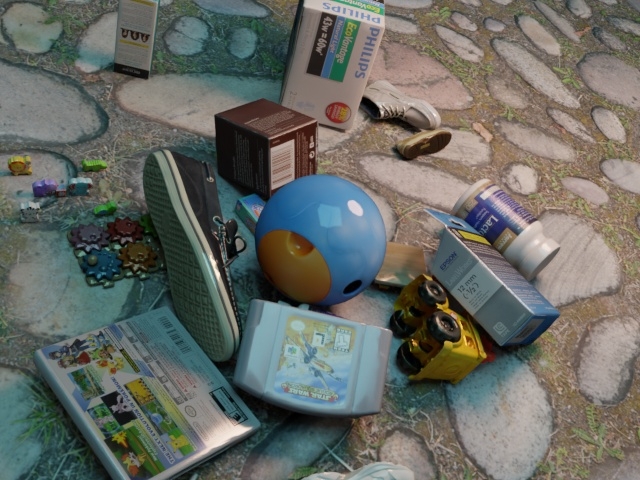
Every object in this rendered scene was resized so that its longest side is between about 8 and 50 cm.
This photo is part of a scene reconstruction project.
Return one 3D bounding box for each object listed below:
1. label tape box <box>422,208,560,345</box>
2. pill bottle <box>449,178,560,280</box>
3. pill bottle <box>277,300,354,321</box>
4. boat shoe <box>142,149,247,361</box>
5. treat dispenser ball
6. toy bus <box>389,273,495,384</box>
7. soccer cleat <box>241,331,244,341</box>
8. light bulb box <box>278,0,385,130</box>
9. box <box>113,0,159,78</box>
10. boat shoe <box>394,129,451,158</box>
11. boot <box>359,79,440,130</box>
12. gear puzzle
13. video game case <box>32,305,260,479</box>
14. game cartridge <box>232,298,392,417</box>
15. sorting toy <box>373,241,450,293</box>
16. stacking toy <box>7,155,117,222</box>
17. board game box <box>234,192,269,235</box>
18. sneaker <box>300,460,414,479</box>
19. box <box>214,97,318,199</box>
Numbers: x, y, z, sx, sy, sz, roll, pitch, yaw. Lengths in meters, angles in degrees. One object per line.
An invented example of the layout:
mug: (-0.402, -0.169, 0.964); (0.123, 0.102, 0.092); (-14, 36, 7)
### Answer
label tape box: (0.376, 0.086, 1.769); (0.347, 0.115, 0.249); (47, 18, 26)
pill bottle: (0.477, -0.025, 1.952); (0.153, 0.153, 0.265); (-28, 62, -38)
pill bottle: (-0.012, 0.197, 1.591); (0.194, 0.108, 0.108); (21, 45, -2)
boat shoe: (-0.244, 0.017, 1.602); (0.156, 0.187, 0.500); (-2, 57, -34)
treat dispenser ball: (0.000, 0.000, 1.646); (0.288, 0.288, 0.288); (11, 46, -11)
toy bus: (0.284, 0.206, 1.683); (0.211, 0.149, 0.220); (15, 41, -25)
soccer cleat: (-0.153, 0.210, 1.584); (0.083, 0.029, 0.035); (20, 49, 5)
light bulb box: (0.032, -0.577, 2.158); (0.225, 0.358, 0.361); (12, 44, -7)
box: (-0.492, -0.558, 2.021); (0.101, 0.244, 0.060); (12, 45, -10)
boat shoe: (0.300, -0.295, 2.207); (0.190, 0.068, 0.072); (-17, 41, -34)
boot: (0.223, -0.383, 2.246); (0.258, 0.095, 0.123); (34, 51, 26)
gear puzzle: (-0.376, -0.002, 1.685); (0.339, 0.044, 0.175); (-13, 54, -30)
video game case: (-0.318, 0.285, 1.405); (0.300, 0.036, 0.329); (-18, 57, -47)
game cartridge: (-0.014, 0.241, 1.486); (0.297, 0.062, 0.198); (13, 65, -7)
sorting toy: (0.194, 0.071, 1.831); (0.275, 0.046, 0.132); (10, 46, -11)
stacking toy: (-0.586, -0.125, 1.717); (0.221, 0.052, 0.167); (-5, 51, -26)
board game box: (-0.080, -0.065, 1.854); (0.210, 0.047, 0.160); (-21, 59, -35)
sneaker: (0.071, 0.479, 1.386); (0.232, 0.090, 0.115); (-7, 58, -15)
box: (-0.133, -0.231, 1.867); (0.203, 0.168, 0.167); (28, 42, 35)
